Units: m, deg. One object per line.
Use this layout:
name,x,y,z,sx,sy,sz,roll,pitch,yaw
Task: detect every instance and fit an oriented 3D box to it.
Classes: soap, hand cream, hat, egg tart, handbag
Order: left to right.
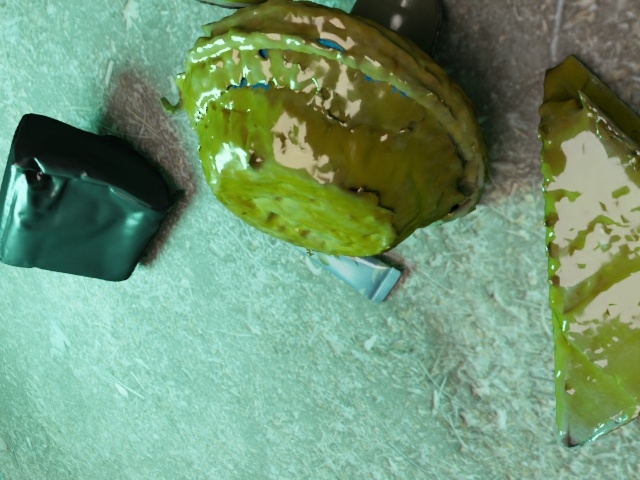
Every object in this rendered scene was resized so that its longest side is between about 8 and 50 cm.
handbag,-0.417,-0.073,1.135,0.302,0.275,0.177,-49,40,44
egg tart,-0.003,-0.094,0.724,0.388,0.169,0.388,20,161,7
hand cream,0.000,0.000,0.951,0.256,0.055,0.088,33,135,7
hat,0.084,-0.212,0.759,0.147,0.085,0.175,30,106,13
soap,0.267,0.028,0.695,0.338,0.169,0.304,47,122,4

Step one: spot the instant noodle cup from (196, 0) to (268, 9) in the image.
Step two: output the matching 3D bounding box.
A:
instant noodle cup,-0.078,-0.403,0.606,0.325,0.325,0.254,42,142,7
